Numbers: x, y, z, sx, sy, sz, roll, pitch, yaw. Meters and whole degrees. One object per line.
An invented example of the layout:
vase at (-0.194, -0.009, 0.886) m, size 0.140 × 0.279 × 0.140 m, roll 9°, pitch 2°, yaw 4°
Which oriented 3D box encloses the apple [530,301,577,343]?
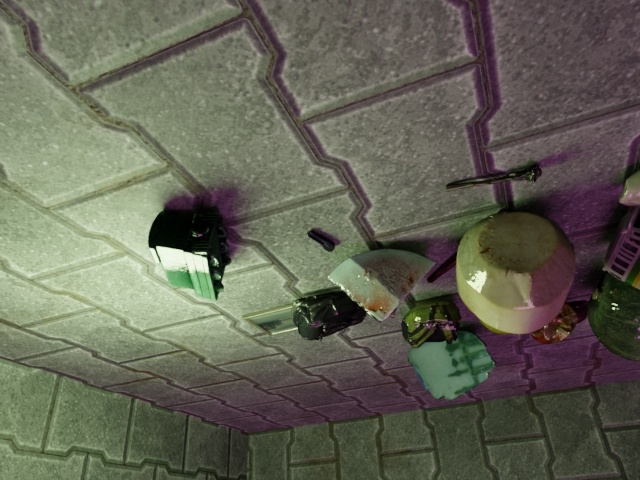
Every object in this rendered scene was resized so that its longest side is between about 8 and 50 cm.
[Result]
apple at (0.847, 0.294, 1.795) m, size 0.158 × 0.155 × 0.147 m, roll -10°, pitch 159°, yaw -12°

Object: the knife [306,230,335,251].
knife at (0.000, 0.000, 1.357) m, size 0.031 × 0.018 × 0.121 m, roll -27°, pitch 140°, yaw 30°

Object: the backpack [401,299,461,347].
backpack at (0.402, 0.298, 1.764) m, size 0.207 × 0.139 × 0.253 m, roll -5°, pitch 153°, yaw -2°

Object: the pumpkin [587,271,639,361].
pumpkin at (1.004, 0.214, 1.555) m, size 0.258 × 0.291 × 0.327 m, roll 17°, pitch 135°, yaw 18°

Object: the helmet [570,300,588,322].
helmet at (0.963, 0.280, 1.859) m, size 0.123 × 0.070 × 0.098 m, roll -14°, pitch 146°, yaw 18°

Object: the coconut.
coconut at (0.509, 0.085, 1.294) m, size 0.323 × 0.322 × 0.323 m, roll -3°, pitch 148°, yaw -2°

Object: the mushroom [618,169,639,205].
mushroom at (0.800, -0.147, 1.135) m, size 0.097 × 0.088 × 0.212 m, roll 45°, pitch 125°, yaw -11°

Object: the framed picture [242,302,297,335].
framed picture at (-0.111, 0.289, 1.816) m, size 0.289 × 0.016 × 0.213 m, roll -16°, pitch 146°, yaw 18°

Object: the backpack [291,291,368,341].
backpack at (0.040, 0.256, 1.671) m, size 0.259 × 0.133 × 0.206 m, roll -14°, pitch 149°, yaw -16°

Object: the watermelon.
watermelon at (0.212, 0.143, 1.425) m, size 0.290 × 0.213 × 0.320 m, roll -22°, pitch 132°, yaw 24°

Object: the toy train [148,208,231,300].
toy train at (-0.335, 0.039, 1.290) m, size 0.178 × 0.138 × 0.330 m, roll 9°, pitch 150°, yaw -2°

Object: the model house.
model house at (0.534, 0.501, 2.077) m, size 0.295 × 0.251 × 0.329 m, roll -30°, pitch 169°, yaw 0°

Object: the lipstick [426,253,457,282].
lipstick at (0.388, 0.092, 1.537) m, size 0.027 × 0.027 × 0.176 m, roll 8°, pitch 148°, yaw -18°

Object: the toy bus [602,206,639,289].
toy bus at (0.878, 0.008, 1.297) m, size 0.179 × 0.143 × 0.305 m, roll 32°, pitch 164°, yaw 30°

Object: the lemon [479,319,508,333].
lemon at (0.606, 0.218, 1.615) m, size 0.184 × 0.184 × 0.248 m, roll 5°, pitch 143°, yaw -13°

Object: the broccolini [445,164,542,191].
broccolini at (0.407, -0.143, 1.159) m, size 0.218 × 0.042 × 0.044 m, roll -8°, pitch 150°, yaw 19°
